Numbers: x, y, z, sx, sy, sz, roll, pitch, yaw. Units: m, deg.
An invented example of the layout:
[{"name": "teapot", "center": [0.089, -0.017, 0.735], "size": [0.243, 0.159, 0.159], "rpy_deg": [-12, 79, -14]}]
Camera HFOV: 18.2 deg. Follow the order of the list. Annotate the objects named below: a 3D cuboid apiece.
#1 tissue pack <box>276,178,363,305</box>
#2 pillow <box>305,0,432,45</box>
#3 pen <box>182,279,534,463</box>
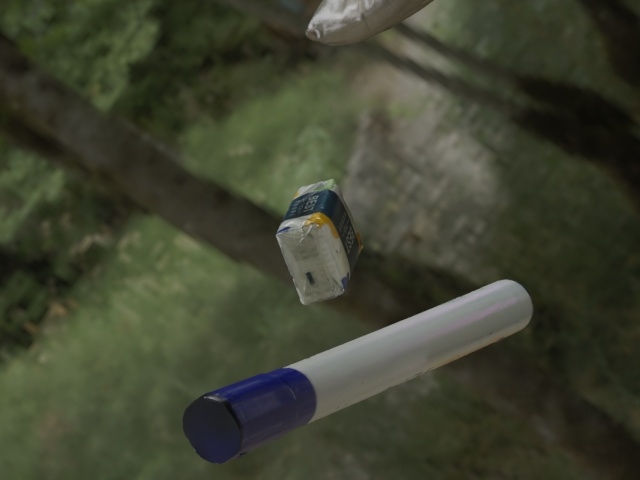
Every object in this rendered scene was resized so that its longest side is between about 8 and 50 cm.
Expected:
[{"name": "tissue pack", "center": [0.000, 0.000, 1.428], "size": [0.042, 0.062, 0.083], "rpy_deg": [-18, 19, 17]}, {"name": "pillow", "center": [0.104, -0.221, 1.401], "size": [0.173, 0.067, 0.270], "rpy_deg": [-39, -1, 31]}, {"name": "pen", "center": [0.028, 0.059, 0.973], "size": [0.269, 0.033, 0.033], "rpy_deg": [-18, -29, -54]}]
